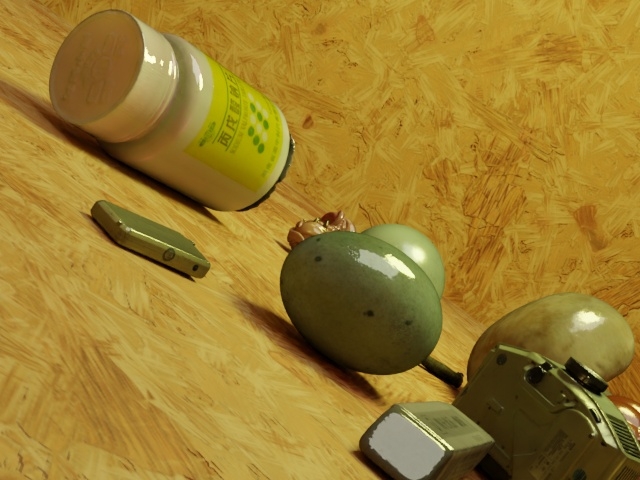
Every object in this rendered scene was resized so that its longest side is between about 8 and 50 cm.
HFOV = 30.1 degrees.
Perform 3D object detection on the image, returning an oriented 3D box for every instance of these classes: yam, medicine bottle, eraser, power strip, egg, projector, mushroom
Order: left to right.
[{"bbox_3d":[-0.193,0.002,1.393,0.076,0.028,0.169,41,9,39],"label":"power strip"},{"bbox_3d":[-0.227,-0.196,1.858,0.213,0.213,0.379,41,8,36],"label":"medicine bottle"},{"bbox_3d":[0.053,0.080,1.541,0.236,0.169,0.169,37,5,-20],"label":"egg"},{"bbox_3d":[0.117,0.063,2.021,0.183,0.183,0.264,37,-1,-2],"label":"egg"},{"bbox_3d":[0.127,0.229,1.346,0.089,0.061,0.352,39,5,17],"label":"eraser"},{"bbox_3d":[0.196,0.213,2.050,0.129,0.027,0.033,36,45,-29],"label":"yam"},{"bbox_3d":[0.285,0.242,1.525,0.088,0.193,0.269,31,8,-39],"label":"projector"},{"bbox_3d":[0.409,0.243,2.037,0.290,0.297,0.297,65,9,5],"label":"mushroom"}]

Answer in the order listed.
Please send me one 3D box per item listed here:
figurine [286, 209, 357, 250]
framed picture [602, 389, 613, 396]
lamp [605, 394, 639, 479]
[{"bbox_3d":[0.010,-0.001,2.244,0.114,0.126,0.157,-7,-16,23],"label":"figurine"},{"bbox_3d":[0.481,0.372,1.788,0.020,0.211,0.289,-10,25,-18],"label":"framed picture"},{"bbox_3d":[0.405,0.320,1.618,0.223,0.196,0.223,29,48,-38],"label":"lamp"}]
